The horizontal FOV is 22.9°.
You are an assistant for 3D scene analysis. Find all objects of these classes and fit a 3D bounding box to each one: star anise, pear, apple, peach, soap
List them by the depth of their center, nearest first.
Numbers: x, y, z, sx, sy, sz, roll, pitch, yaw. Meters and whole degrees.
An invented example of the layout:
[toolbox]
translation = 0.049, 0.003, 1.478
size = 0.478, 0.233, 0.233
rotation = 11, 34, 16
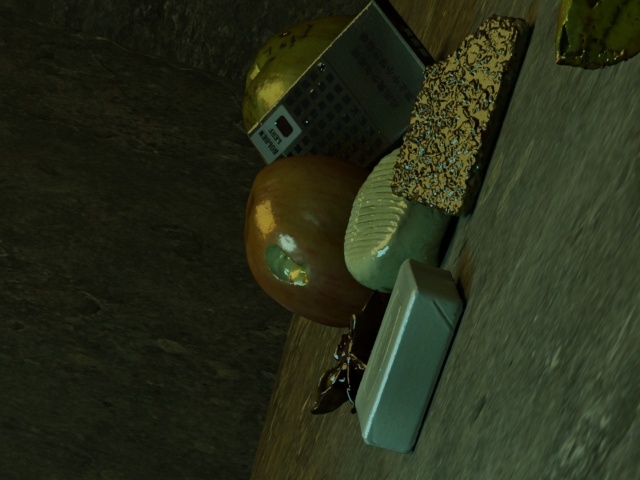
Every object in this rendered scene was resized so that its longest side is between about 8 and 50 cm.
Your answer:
[peach]
translation = 0.226, -0.206, 1.138
size = 0.127, 0.092, 0.172
rotation = -67, -16, -77
[soap]
translation = 0.095, 0.124, 1.704
size = 0.121, 0.064, 0.183
rotation = -97, 24, -75
[star anise]
translation = 0.074, 0.154, 1.935
size = 0.158, 0.144, 0.140
rotation = -28, 56, 40
[apple]
translation = 0.000, 0.000, 2.289
size = 0.242, 0.241, 0.242
rotation = -160, 90, -85
[pear]
translation = 0.015, -0.223, 2.603
size = 0.304, 0.304, 0.304
rotation = -162, 90, -86

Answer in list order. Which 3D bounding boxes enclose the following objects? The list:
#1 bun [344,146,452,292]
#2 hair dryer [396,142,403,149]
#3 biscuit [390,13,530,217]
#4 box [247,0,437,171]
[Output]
[bun]
translation = 0.108, -0.024, 1.934
size = 0.164, 0.111, 0.188
rotation = -17, 53, 61
[hair dryer]
translation = 0.145, -0.150, 2.371
size = 0.237, 0.075, 0.206
rotation = -118, 52, -74
[biscuit]
translation = 0.156, -0.151, 1.813
size = 0.131, 0.026, 0.237
rotation = 23, 98, 46
[box]
translation = 0.040, -0.193, 2.375
size = 0.325, 0.180, 0.047
rotation = -44, -13, 35
